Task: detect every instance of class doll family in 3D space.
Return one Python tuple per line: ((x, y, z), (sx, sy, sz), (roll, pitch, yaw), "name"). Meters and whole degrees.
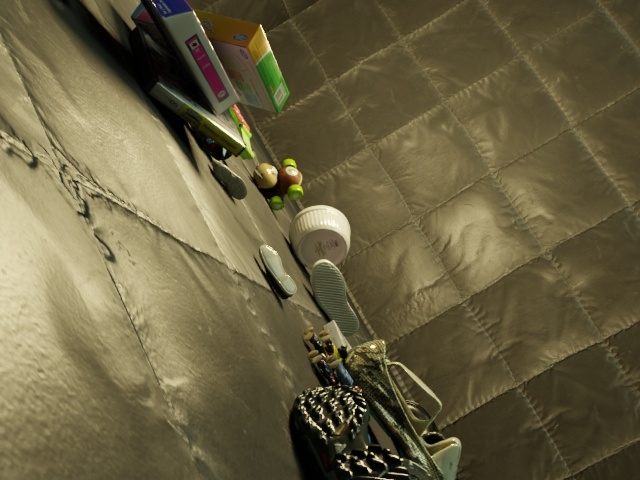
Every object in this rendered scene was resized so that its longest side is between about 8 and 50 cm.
((0.028, 0.259, 1.366), (0.193, 0.076, 0.111), (-104, 169, -61), "doll family")

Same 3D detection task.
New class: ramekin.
((0.000, 0.000, 2.145), (0.207, 0.207, 0.109), (58, 13, -32), "ramekin")

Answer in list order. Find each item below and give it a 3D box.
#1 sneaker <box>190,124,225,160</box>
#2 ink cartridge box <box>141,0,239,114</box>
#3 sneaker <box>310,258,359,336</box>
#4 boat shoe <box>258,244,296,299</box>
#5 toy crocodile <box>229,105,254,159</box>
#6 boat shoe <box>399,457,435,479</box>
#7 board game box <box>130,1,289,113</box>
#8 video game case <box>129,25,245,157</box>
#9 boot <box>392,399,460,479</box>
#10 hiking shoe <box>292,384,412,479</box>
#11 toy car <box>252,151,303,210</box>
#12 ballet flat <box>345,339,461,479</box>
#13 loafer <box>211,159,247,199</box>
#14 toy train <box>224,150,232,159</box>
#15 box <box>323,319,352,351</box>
((-0.264, -0.254, 1.536), (0.162, 0.063, 0.073), (56, 9, -37), "sneaker")
((-0.272, -0.404, 1.248), (0.176, 0.069, 0.371), (53, -2, 23), "ink cartridge box")
((0.022, 0.156, 2.042), (0.161, 0.102, 0.282), (-122, -170, -59), "sneaker")
((-0.097, 0.068, 1.400), (0.046, 0.038, 0.125), (-29, 81, -45), "boat shoe")
((-0.272, -0.360, 1.858), (0.341, 0.105, 0.115), (56, 1, 32), "toy crocodile")
((0.235, 0.565, 1.381), (0.303, 0.114, 0.091), (59, 9, -30), "boat shoe")
((-0.250, -0.424, 1.520), (0.316, 0.064, 0.242), (20, -18, 20), "board game box")
((-0.286, -0.321, 1.409), (0.248, 0.035, 0.275), (34, 20, -40), "video game case")
((0.276, 0.555, 1.771), (0.348, 0.131, 0.260), (62, -1, 36), "boot")
((0.028, 0.305, 0.891), (0.304, 0.113, 0.132), (-129, -142, -70), "hiking shoe")
((-0.166, -0.222, 2.217), (0.188, 0.148, 0.155), (40, 27, -46), "toy car")
((0.221, 0.451, 1.553), (0.483, 0.182, 0.164), (61, -3, 15), "ballet flat")
((-0.211, -0.143, 1.528), (0.039, 0.045, 0.125), (54, 1, 39), "loafer")
((-0.273, -0.269, 1.725), (0.027, 0.036, 0.158), (62, 4, 37), "toy train")
((0.078, 0.326, 1.788), (0.186, 0.038, 0.145), (57, 4, -28), "box")
